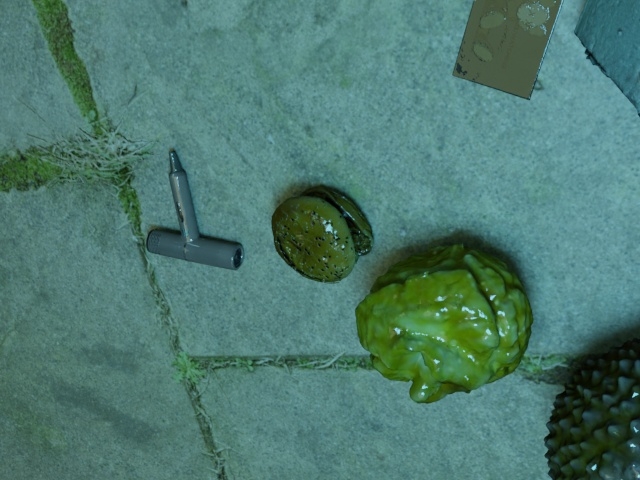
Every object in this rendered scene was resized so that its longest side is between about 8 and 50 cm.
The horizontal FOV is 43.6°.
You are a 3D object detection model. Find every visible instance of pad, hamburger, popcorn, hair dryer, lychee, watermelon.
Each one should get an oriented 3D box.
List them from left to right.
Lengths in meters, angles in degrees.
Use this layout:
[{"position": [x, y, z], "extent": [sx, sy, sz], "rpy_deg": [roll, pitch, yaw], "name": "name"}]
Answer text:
[{"position": [-0.240, -0.061, 1.543], "extent": [0.195, 0.053, 0.220], "rpy_deg": [12, 112, 18], "name": "hair dryer"}, {"position": [0.000, 0.000, 1.419], "extent": [0.177, 0.113, 0.185], "rpy_deg": [9, 117, 19], "name": "hamburger"}, {"position": [0.211, 0.131, 1.304], "extent": [0.282, 0.282, 0.247], "rpy_deg": [-28, 88, 32], "name": "popcorn"}, {"position": [0.282, -0.317, 1.201], "extent": [0.127, 0.004, 0.190], "rpy_deg": [21, 121, 14], "name": "pad"}, {"position": [0.517, 0.316, 1.192], "extent": [0.380, 0.432, 0.380], "rpy_deg": [-10, 72, 32], "name": "lychee"}, {"position": [0.471, -0.230, 1.007], "extent": [0.228, 0.258, 0.387], "rpy_deg": [-32, 95, 31], "name": "watermelon"}]
